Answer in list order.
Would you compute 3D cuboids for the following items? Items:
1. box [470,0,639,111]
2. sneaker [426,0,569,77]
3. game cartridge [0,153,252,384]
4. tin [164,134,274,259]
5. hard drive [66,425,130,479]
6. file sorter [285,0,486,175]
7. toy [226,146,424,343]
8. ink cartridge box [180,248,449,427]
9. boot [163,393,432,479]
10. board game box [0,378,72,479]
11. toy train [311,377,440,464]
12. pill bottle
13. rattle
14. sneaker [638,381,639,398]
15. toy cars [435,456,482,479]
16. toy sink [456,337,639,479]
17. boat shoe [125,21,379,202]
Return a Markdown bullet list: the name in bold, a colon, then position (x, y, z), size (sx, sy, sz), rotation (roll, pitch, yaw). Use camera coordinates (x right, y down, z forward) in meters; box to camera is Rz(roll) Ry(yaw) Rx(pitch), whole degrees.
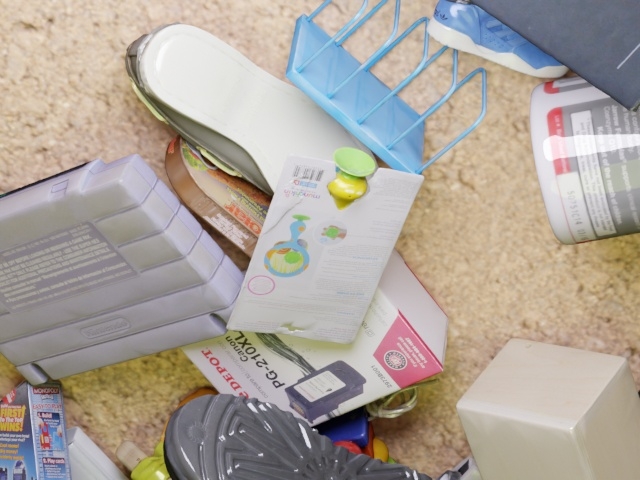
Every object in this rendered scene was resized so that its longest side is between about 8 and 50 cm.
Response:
- **box**: position (0.203, -0.356, 1.447), size (0.395, 0.212, 0.293), rotation (33, 124, -15)
- **sneaker**: position (0.184, -0.212, 1.651), size (0.152, 0.058, 0.084), rotation (16, 115, -17)
- **game cartridge**: position (-0.256, 0.035, 1.852), size (0.355, 0.068, 0.230), rotation (-16, 120, 39)
- **tin**: position (-0.082, -0.043, 1.787), size (0.190, 0.106, 0.040), rotation (41, 121, -20)
- **hard drive**: position (-0.282, 0.372, 2.160), size (0.203, 0.040, 0.307), rotation (-24, 120, 28)
- **file sorter**: position (0.067, -0.164, 1.671), size (0.170, 0.118, 0.104), rotation (39, 118, -19)
- **toy**: position (0.000, 0.000, 1.720), size (0.137, 0.056, 0.237), rotation (8, 134, -15)
- **ink cartridge box**: position (-0.007, 0.100, 1.886), size (0.237, 0.100, 0.172), rotation (-26, 118, 25)
- **boot**: position (-0.127, 0.359, 1.957), size (0.367, 0.146, 0.445), rotation (27, 137, -27)
- **board game box**: position (-0.366, 0.260, 2.038), size (0.194, 0.194, 0.060), rotation (-2, 171, 36)
- **toy train**: position (0.055, 0.240, 1.988), size (0.248, 0.105, 0.143), rotation (-20, 131, 21)
- **pill bottle**: position (0.353, -0.096, 1.649), size (0.283, 0.161, 0.161), rotation (-10, 124, 16)
- **rattle**: position (-0.145, 0.277, 2.083), size (0.130, 0.142, 0.199), rotation (9, 152, 43)
- **sneaker**: position (0.463, 0.173, 1.885), size (0.235, 0.090, 0.095), rotation (11, 118, -1)
- **toy cars**: position (0.169, 0.406, 2.102), size (0.176, 0.087, 0.393), rotation (-4, 122, 5)
- **toy sink**: position (0.273, 0.239, 1.901), size (0.153, 0.131, 0.234), rotation (8, 131, 42)
- **boat shoe**: position (-0.064, -0.113, 1.743), size (0.305, 0.091, 0.109), rotation (36, 79, -25)
